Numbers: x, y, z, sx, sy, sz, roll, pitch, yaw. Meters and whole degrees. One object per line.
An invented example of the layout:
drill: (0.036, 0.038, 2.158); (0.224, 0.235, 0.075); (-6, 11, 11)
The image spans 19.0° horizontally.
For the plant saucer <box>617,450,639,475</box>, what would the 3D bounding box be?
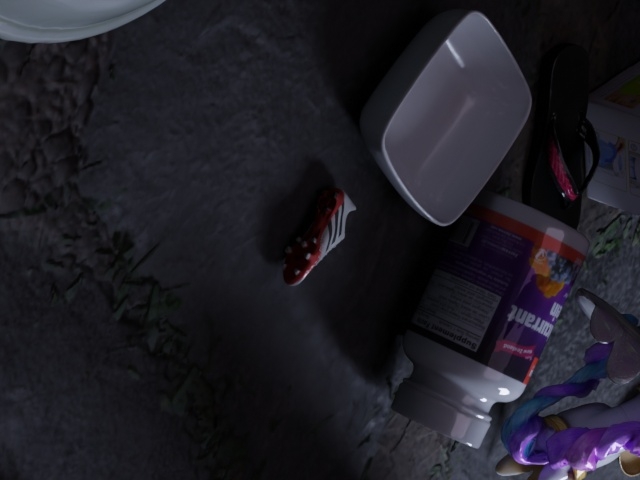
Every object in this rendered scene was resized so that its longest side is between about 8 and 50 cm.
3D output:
plant saucer: (0.315, 0.191, 1.883); (0.083, 0.015, 0.083); (-24, 125, -39)

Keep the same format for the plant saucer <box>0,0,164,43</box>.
plant saucer: (-0.093, -0.292, 1.096); (0.400, 0.100, 0.400); (-37, 140, -39)

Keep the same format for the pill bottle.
pill bottle: (0.132, 0.065, 1.551); (0.108, 0.108, 0.193); (26, 89, -50)

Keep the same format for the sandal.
sandal: (0.210, -0.077, 1.620); (0.067, 0.040, 0.179); (-22, 123, -40)

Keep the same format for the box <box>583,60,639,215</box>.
box: (0.339, -0.074, 1.635); (0.114, 0.203, 0.103); (-33, 130, -34)

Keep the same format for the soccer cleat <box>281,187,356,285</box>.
soccer cleat: (0.000, 0.000, 1.438); (0.035, 0.029, 0.083); (37, 76, -45)

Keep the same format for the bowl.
bowl: (0.089, -0.097, 1.469); (0.142, 0.053, 0.142); (-55, 139, -14)

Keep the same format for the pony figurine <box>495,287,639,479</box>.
pony figurine: (0.334, 0.142, 1.591); (0.363, 0.351, 0.303); (-22, 93, -3)
